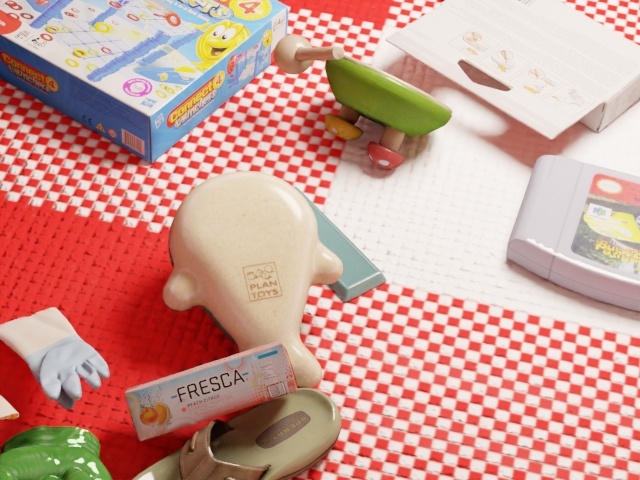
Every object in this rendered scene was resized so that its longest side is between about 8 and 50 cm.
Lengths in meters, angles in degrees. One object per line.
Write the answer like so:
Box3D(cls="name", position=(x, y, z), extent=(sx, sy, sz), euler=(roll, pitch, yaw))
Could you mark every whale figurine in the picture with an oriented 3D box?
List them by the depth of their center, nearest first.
Box3D(cls="whale figurine", position=(-0.081, 0.057, 1.832), extent=(0.216, 0.141, 0.272), euler=(-11, 73, -16))

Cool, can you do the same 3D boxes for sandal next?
Box3D(cls="sandal", position=(-0.103, 0.234, 1.665), extent=(0.120, 0.086, 0.303), euler=(36, 53, 26))

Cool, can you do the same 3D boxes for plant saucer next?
Box3D(cls="plant saucer", position=(0.000, 0.000, 1.950), extent=(0.067, 0.018, 0.192), euler=(-26, 55, -27))

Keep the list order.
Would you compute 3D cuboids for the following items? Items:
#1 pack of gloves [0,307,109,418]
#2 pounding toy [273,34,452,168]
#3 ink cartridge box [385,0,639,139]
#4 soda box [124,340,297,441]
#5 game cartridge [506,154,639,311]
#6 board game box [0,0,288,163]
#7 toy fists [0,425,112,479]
Box3D(cls="pack of gloves", position=(-0.345, 0.158, 1.719), extent=(0.195, 0.046, 0.232), euler=(-20, 24, -21))
Box3D(cls="pounding toy", position=(0.050, -0.172, 2.048), extent=(0.237, 0.110, 0.183), euler=(24, 2, -31))
Box3D(cls="ink cartridge box", position=(0.279, -0.247, 2.182), extent=(0.296, 0.066, 0.261), euler=(35, 53, 26))
Box3D(cls="soda box", position=(-0.119, 0.164, 1.709), extent=(0.183, 0.063, 0.058), euler=(-17, 90, -4))
Box3D(cls="game cartridge", position=(0.392, 0.001, 1.965), extent=(0.294, 0.060, 0.196), euler=(16, 51, 10))
Box3D(cls="board game box", position=(-0.255, -0.279, 2.147), extent=(0.308, 0.086, 0.302), euler=(29, 50, 21))
Box3D(cls="toy fists", position=(-0.354, 0.266, 1.606), extent=(0.279, 0.096, 0.142), euler=(0, 47, -8))
